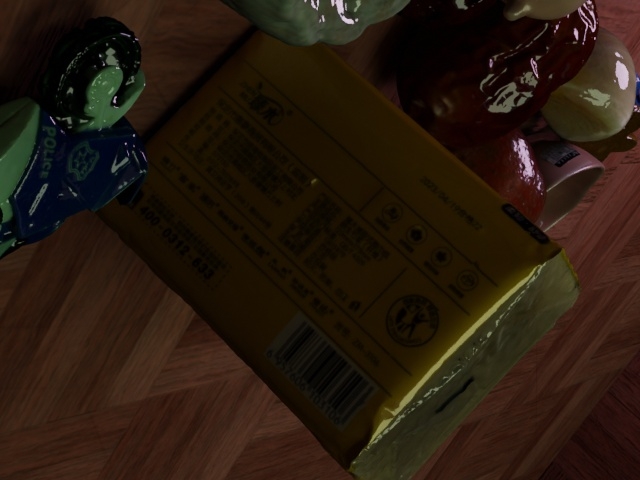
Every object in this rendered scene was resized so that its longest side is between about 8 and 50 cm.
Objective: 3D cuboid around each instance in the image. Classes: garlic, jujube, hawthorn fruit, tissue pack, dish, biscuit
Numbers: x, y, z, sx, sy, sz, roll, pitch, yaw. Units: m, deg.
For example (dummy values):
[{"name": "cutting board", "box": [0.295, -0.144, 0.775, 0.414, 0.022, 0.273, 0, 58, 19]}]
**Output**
[{"name": "garlic", "box": [0.349, -0.204, 1.928, 0.164, 0.145, 0.245, -16, 159, 10]}, {"name": "jujube", "box": [0.202, -0.209, 1.602, 0.250, 0.174, 0.174, -32, 152, -23]}, {"name": "hawthorn fruit", "box": [0.148, -0.053, 1.715, 0.250, 0.215, 0.215, -32, 152, -25]}, {"name": "tissue pack", "box": [0.016, 0.014, 1.386, 0.293, 0.382, 0.228, -47, 159, 0]}, {"name": "dish", "box": [0.300, -0.074, 2.041, 0.213, 0.090, 0.213, -33, 163, -12]}, {"name": "biscuit", "box": [0.405, -0.146, 2.095, 0.138, 0.031, 0.205, -1, 154, -28]}]

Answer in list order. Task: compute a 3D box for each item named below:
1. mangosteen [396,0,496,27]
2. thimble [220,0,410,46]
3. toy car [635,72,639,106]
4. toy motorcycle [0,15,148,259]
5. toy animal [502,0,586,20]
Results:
[{"name": "mangosteen", "box": [0.112, -0.298, 1.347, 0.166, 0.166, 0.180, -33, 126, -27]}, {"name": "thimble", "box": [-0.006, -0.308, 1.080, 0.291, 0.195, 0.291, -42, 158, -22]}, {"name": "toy car", "box": [0.452, -0.192, 2.158, 0.103, 0.063, 0.216, -46, 156, -2]}, {"name": "toy motorcycle", "box": [-0.261, -0.038, 1.181, 0.331, 0.125, 0.196, -46, 155, -10]}, {"name": "toy animal", "box": [0.254, -0.328, 1.500, 0.248, 0.165, 0.149, -50, -178, -15]}]
